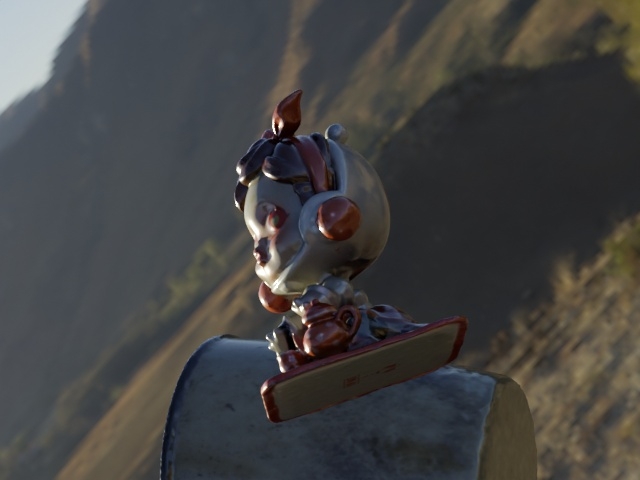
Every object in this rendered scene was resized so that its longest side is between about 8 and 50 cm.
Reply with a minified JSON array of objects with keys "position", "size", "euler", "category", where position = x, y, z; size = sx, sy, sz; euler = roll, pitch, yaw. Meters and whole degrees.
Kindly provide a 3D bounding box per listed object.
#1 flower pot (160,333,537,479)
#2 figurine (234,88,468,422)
[{"position":[0.042,0.245,1.701],"size":[0.330,0.294,0.293],"euler":[0,27,20],"category":"flower pot"},{"position":[0.000,0.000,1.278],"size":[0.160,0.226,0.183],"euler":[-17,-15,-5],"category":"figurine"}]
